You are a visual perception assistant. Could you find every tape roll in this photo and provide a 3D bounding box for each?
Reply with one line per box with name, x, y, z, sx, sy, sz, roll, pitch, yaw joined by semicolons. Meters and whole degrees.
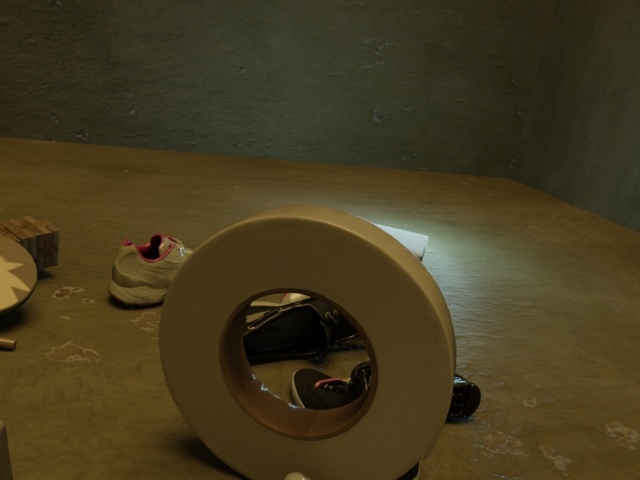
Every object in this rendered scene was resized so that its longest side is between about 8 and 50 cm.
tape roll;-0.021;0.149;0.793;0.391;0.392;0.072;14;18;13

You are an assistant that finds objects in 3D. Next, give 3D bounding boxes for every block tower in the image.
block tower;-0.692;0.039;1.203;0.091;0.097;0.335;28;29;29

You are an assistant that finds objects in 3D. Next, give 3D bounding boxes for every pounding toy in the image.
pounding toy;-0.623;0.107;1.110;0.182;0.110;0.237;14;45;-23

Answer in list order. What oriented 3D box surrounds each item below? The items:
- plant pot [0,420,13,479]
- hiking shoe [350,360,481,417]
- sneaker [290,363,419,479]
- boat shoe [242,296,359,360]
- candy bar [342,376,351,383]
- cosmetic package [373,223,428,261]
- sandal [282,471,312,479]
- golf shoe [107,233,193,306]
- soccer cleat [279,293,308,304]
plant pot;-0.424;0.270;0.686;0.109;0.109;0.096;8;30;-5
hiking shoe;0.158;0.255;1.079;0.226;0.086;0.114;13;4;-6
sneaker;0.055;0.236;0.949;0.104;0.147;0.295;-6;22;-34
boat shoe;-0.023;0.165;1.155;0.339;0.127;0.113;1;21;-21
candy bar;0.093;0.253;1.119;0.161;0.018;0.040;-6;20;-38
cosmetic package;0.170;0.064;1.516;0.151;0.151;0.184;13;19;11
sandal;0.069;0.377;0.588;0.102;0.169;0.416;-43;42;-16
golf shoe;-0.303;0.054;1.329;0.306;0.140;0.115;-7;22;-43
soccer cleat;0.069;0.130;1.295;0.331;0.116;0.143;-4;6;-41
